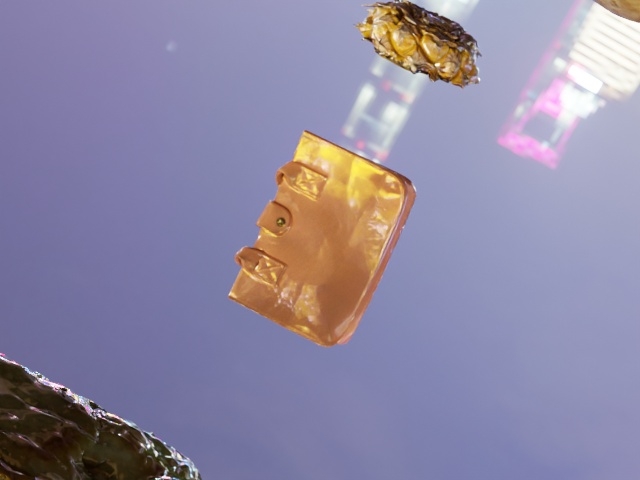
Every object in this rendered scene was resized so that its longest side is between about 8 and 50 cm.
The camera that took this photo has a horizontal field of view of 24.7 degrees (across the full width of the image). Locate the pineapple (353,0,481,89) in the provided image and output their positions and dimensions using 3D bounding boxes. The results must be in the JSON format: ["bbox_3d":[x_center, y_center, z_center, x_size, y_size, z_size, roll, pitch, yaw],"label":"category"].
[{"bbox_3d":[0.155,-0.300,2.169,0.225,0.076,0.225,24,-160,-10],"label":"pineapple"}]

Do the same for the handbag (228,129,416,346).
[{"bbox_3d":[0.000,0.000,1.647,0.157,0.212,0.059,27,-174,15],"label":"handbag"}]

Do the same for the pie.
[{"bbox_3d":[-0.281,0.180,1.240,0.418,0.180,0.395,18,179,-19],"label":"pie"}]

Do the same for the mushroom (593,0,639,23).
[{"bbox_3d":[0.263,-0.339,1.420,0.151,0.156,0.285,21,-140,-49],"label":"mushroom"}]
